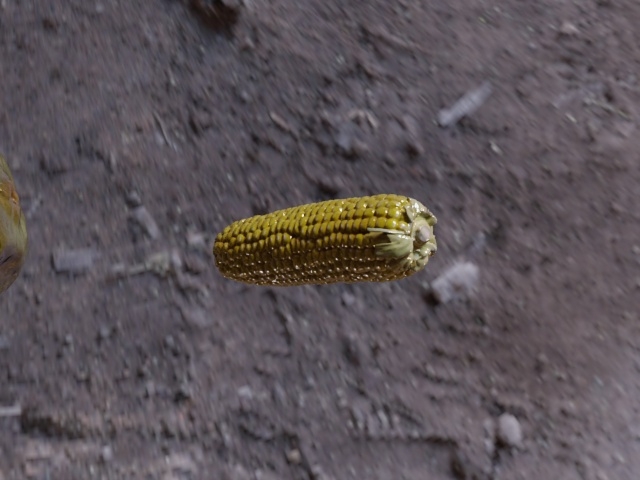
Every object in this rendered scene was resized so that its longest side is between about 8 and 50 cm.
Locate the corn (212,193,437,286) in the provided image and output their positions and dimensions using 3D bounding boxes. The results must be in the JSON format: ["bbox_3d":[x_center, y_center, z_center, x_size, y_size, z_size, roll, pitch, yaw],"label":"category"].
[{"bbox_3d":[0.002,0.003,1.868,0.260,0.091,0.091,-4,131,35],"label":"corn"}]

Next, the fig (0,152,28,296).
[{"bbox_3d":[-0.451,-0.008,1.908,0.271,0.239,0.239,-22,111,4],"label":"fig"}]
